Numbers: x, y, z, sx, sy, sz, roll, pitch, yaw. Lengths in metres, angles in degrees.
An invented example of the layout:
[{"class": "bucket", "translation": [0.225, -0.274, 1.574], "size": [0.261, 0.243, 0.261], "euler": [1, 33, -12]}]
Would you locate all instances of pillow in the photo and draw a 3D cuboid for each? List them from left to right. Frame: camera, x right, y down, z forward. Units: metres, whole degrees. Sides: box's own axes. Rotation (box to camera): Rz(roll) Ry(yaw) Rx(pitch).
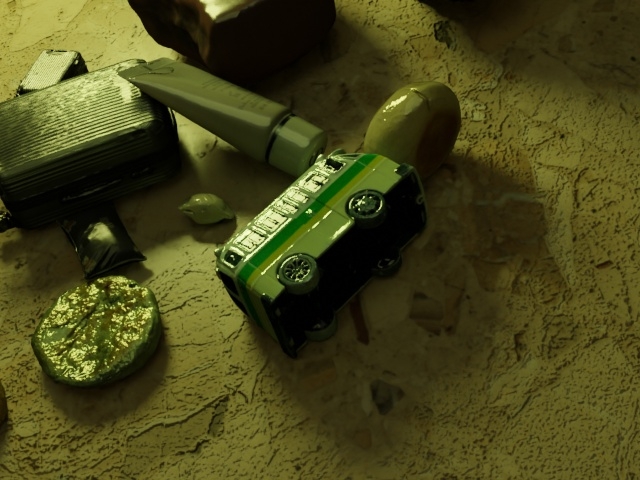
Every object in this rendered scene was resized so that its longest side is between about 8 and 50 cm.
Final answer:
[{"class": "pillow", "translation": [-0.319, -0.004, 1.769], "size": [0.090, 0.048, 0.150], "euler": [-30, 46, -6]}]

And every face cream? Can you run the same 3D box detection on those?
[{"class": "face cream", "translation": [-0.138, -0.195, 1.798], "size": [0.314, 0.089, 0.143], "euler": [31, 29, 14]}]

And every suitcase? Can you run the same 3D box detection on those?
[{"class": "suitcase", "translation": [-0.442, -0.259, 2.016], "size": [0.086, 0.059, 0.126], "euler": [7, 51, 20]}, {"class": "suitcase", "translation": [-0.372, -0.145, 1.849], "size": [0.312, 0.128, 0.202], "euler": [-19, 46, -1]}]

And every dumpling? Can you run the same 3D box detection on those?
[{"class": "dumpling", "translation": [-0.165, -0.051, 1.771], "size": [0.077, 0.043, 0.059], "euler": [-9, 27, 13]}]

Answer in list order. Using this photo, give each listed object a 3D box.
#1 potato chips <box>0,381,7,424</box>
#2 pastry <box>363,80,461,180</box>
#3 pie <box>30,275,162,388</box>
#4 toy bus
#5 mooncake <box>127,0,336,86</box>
[{"class": "potato chips", "translation": [-0.528, 0.124, 1.715], "size": [0.080, 0.057, 0.407], "euler": [-33, 50, -17]}, {"class": "pastry", "translation": [0.127, -0.152, 1.697], "size": [0.092, 0.156, 0.156], "euler": [30, 64, 23]}, {"class": "pie", "translation": [-0.303, 0.124, 1.661], "size": [0.186, 0.041, 0.187], "euler": [-8, 49, 10]}, {"class": "toy bus", "translation": [0.000, 0.000, 1.616], "size": [0.164, 0.134, 0.276], "euler": [32, 65, 34]}, {"class": "mooncake", "translation": [-0.138, -0.379, 1.948], "size": [0.325, 0.174, 0.334], "euler": [4, 51, 17]}]
